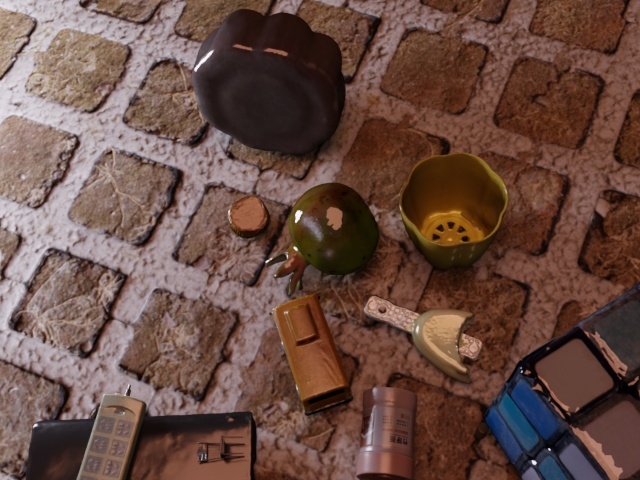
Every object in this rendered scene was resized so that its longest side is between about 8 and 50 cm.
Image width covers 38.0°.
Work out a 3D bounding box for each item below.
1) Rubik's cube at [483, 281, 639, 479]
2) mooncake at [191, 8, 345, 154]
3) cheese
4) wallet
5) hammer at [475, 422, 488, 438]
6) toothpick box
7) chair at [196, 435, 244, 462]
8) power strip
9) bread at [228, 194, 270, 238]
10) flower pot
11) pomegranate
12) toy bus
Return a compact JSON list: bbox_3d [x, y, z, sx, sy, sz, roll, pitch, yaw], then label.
[{"bbox_3d":[0.504,0.291,1.444,0.363,0.359,0.362,-29,65,-16],"label":"Rubik's cube"},{"bbox_3d":[-0.096,-0.317,1.839,0.306,0.306,0.154,6,53,9],"label":"mooncake"},{"bbox_3d":[0.189,0.164,1.709,0.235,0.050,0.127,21,71,16],"label":"cheese"},{"bbox_3d":[-0.316,0.421,1.636,0.406,0.062,0.228,-2,64,4],"label":"wallet"},{"bbox_3d":[0.315,0.306,1.644,0.110,0.035,0.019,-40,69,-22],"label":"hammer"},{"bbox_3d":[0.116,0.339,1.608,0.098,0.098,0.149,3,64,7],"label":"toothpick box"},{"bbox_3d":[-0.173,0.357,1.597,0.086,0.042,0.037,-4,61,2],"label":"chair"},{"bbox_3d":[-0.364,0.357,1.619,0.080,0.029,0.227,8,65,9],"label":"power strip"},{"bbox_3d":[-0.141,-0.045,1.839,0.085,0.053,0.085,0,76,0],"label":"bread"},{"bbox_3d":[0.243,-0.040,1.727,0.195,0.179,0.195,-2,65,3],"label":"flower pot"},{"bbox_3d":[0.000,0.000,1.746,0.224,0.181,0.181,-41,67,3],"label":"pomegranate"},{"bbox_3d":[-0.019,0.200,1.678,0.098,0.114,0.201,-18,65,-4],"label":"toy bus"}]
